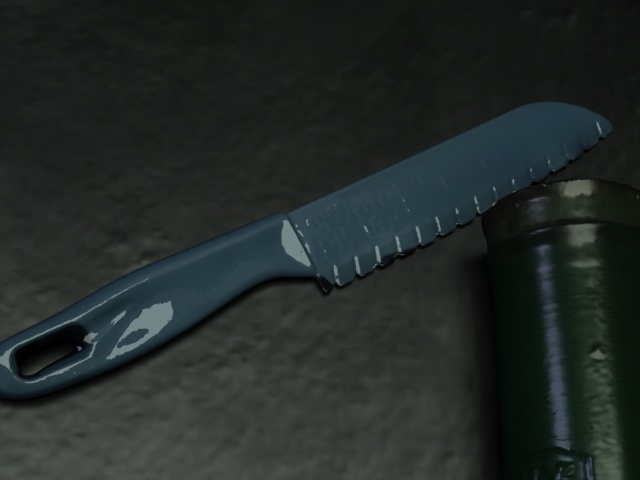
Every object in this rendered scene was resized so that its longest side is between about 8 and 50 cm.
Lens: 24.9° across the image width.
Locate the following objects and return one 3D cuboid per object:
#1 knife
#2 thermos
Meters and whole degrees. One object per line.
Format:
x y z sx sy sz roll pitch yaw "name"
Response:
0.000 0.000 0.627 0.313 0.019 0.044 -25 79 -20 "knife"
0.106 0.076 0.582 0.073 0.083 0.187 -6 65 12 "thermos"
